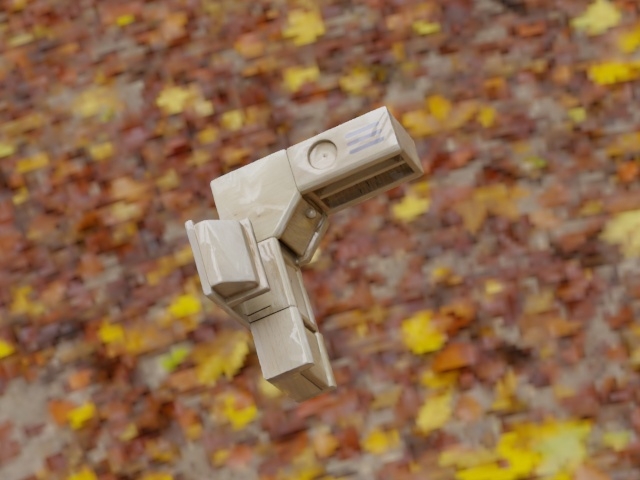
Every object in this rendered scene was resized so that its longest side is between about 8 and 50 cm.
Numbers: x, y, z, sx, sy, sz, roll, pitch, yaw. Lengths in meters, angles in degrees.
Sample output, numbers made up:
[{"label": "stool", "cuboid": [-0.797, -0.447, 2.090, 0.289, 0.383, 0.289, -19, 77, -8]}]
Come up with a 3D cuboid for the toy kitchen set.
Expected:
[{"label": "toy kitchen set", "cuboid": [0.000, 0.000, 0.632, 0.075, 0.068, 0.083, -23, 63, 13]}]
